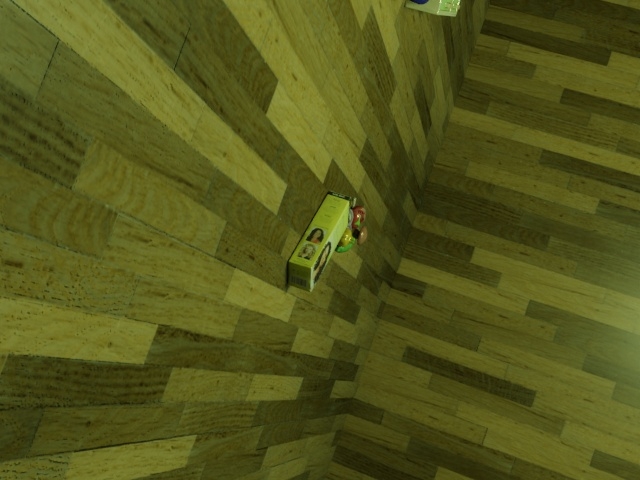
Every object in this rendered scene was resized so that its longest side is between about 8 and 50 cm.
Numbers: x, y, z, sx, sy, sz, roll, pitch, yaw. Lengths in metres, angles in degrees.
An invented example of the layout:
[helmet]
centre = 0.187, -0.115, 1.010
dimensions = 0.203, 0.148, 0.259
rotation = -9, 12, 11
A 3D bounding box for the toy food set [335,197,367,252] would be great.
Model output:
[toy food set]
centre = 0.078, -0.031, 2.211
dimensions = 0.218, 0.071, 0.128
rotation = -35, 141, -68

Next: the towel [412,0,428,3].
[towel]
centre = 0.190, -0.629, 1.889
dimensions = 0.308, 0.076, 0.227
rotation = -28, 127, -70

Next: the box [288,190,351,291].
[box]
centre = 0.000, 0.000, 1.972
dimensions = 0.087, 0.058, 0.232
rotation = 92, 20, -49

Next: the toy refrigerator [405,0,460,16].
[toy refrigerator]
centre = 0.297, -0.626, 2.250
dimensions = 0.269, 0.094, 0.102
rotation = -36, 141, -69
